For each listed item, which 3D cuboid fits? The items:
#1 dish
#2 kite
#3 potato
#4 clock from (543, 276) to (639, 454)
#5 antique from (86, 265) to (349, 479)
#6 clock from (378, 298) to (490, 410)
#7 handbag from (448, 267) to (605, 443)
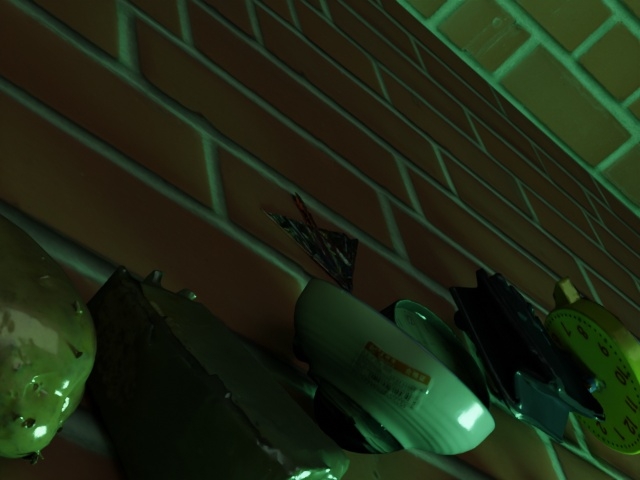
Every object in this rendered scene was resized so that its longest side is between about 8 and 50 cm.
[{"bbox_3d":[0.052,0.178,1.234,0.273,0.134,0.273,40,-10,9],"label":"dish"},{"bbox_3d":[0.000,0.000,1.567,0.232,0.009,0.189,15,41,-54],"label":"kite"},{"bbox_3d":[-0.252,0.062,0.847,0.161,0.128,0.235,39,19,-34],"label":"potato"},{"bbox_3d":[0.465,0.233,1.818,0.293,0.071,0.277,49,-24,39],"label":"clock"},{"bbox_3d":[-0.119,0.149,0.974,0.284,0.150,0.125,52,17,28],"label":"antique"},{"bbox_3d":[0.162,0.178,1.542,0.215,0.042,0.215,40,24,-22],"label":"clock"},{"bbox_3d":[0.309,0.176,1.685,0.325,0.118,0.269,38,22,-58],"label":"handbag"}]
